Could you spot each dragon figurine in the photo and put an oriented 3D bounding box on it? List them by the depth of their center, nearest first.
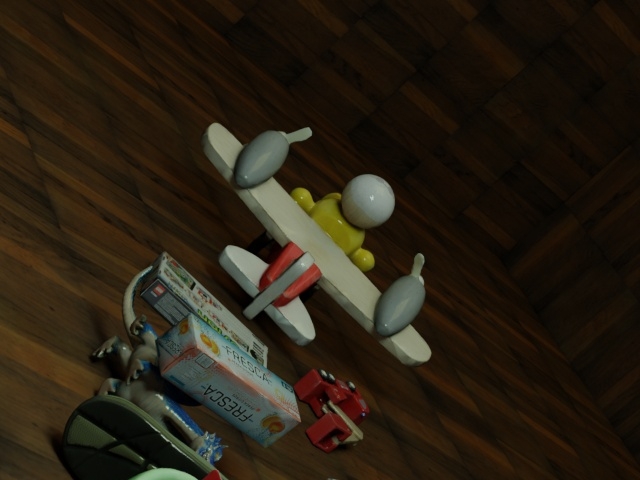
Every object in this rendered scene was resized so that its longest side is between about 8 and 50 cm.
[{"bbox_3d":[-0.183,0.163,1.808,0.144,0.085,0.289,42,18,-31],"label":"dragon figurine"}]

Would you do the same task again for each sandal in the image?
[{"bbox_3d":[-0.136,0.274,1.598,0.303,0.120,0.086,48,-1,4],"label":"sandal"}]

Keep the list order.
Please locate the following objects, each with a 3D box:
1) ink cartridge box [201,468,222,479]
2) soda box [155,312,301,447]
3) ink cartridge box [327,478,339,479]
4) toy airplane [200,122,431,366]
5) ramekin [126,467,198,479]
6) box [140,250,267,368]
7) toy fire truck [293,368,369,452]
[{"bbox_3d":[-0.125,0.320,1.437,0.078,0.134,0.231,35,18,-43],"label":"ink cartridge box"},{"bbox_3d":[-0.104,0.160,1.770,0.183,0.058,0.063,41,20,-35],"label":"soda box"},{"bbox_3d":[0.106,0.424,2.067,0.224,0.045,0.223,28,23,-54],"label":"ink cartridge box"},{"bbox_3d":[0.000,0.000,2.463,0.386,0.272,0.384,35,19,-45],"label":"toy airplane"},{"bbox_3d":[-0.140,0.332,1.141,0.303,0.148,0.303,-20,90,-73],"label":"ramekin"},{"bbox_3d":[-0.157,0.113,2.152,0.207,0.036,0.114,45,13,-13],"label":"box"},{"bbox_3d":[0.025,0.256,2.294,0.192,0.047,0.135,30,22,-55],"label":"toy fire truck"}]
